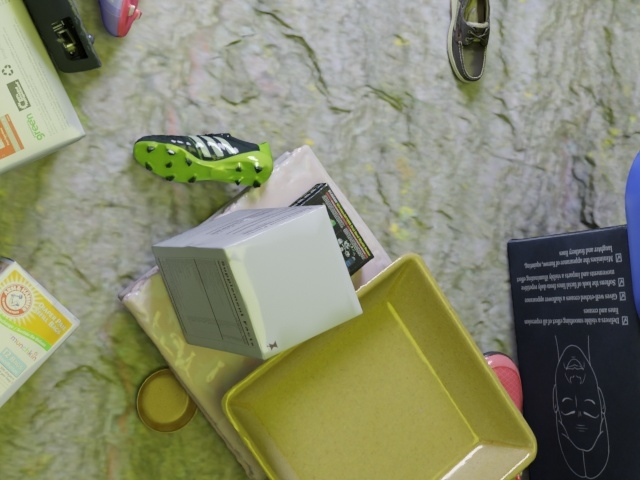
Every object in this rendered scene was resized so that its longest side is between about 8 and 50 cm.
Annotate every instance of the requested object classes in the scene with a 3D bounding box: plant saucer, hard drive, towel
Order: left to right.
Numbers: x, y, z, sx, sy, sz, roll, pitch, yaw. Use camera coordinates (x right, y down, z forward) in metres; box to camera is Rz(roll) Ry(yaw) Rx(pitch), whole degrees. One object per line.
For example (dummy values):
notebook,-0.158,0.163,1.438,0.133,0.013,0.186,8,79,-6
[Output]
hard drive,-0.326,-0.310,1.441,0.054,0.172,0.254,-25,103,-7
plant saucer,-0.198,0.205,1.608,0.083,0.015,0.083,-2,94,-25
towel,-0.054,0.093,1.641,0.332,0.053,0.317,-41,107,-20
plant saucer,0.073,0.239,1.620,0.333,0.081,0.332,-37,99,-21

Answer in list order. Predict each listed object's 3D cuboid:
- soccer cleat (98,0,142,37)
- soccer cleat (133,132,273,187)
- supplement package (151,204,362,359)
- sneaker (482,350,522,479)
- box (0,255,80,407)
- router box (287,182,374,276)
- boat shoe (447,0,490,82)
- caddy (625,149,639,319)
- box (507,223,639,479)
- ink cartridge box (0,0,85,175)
soccer cleat,-0.257,-0.373,1.523,0.095,0.083,0.248,5,94,0
soccer cleat,-0.148,-0.109,1.593,0.179,0.072,0.060,9,130,-8
supplement package,-0.079,0.045,1.464,0.134,0.244,0.139,-24,101,-24
sneaker,0.246,0.315,1.747,0.116,0.136,0.314,10,89,-25
box,-0.398,0.127,1.466,0.203,0.103,0.114,-47,110,-15
router box,0.000,0.000,1.618,0.092,0.038,0.122,-38,106,-21
boat shoe,0.210,-0.296,1.743,0.056,0.049,0.152,-8,96,-24
caddy,0.514,0.000,1.507,0.241,0.179,0.341,-4,88,-23
box,0.435,0.176,1.715,0.212,0.293,0.395,-3,88,-24
ink cartridge box,-0.460,-0.201,1.405,0.272,0.130,0.309,-27,103,-18
